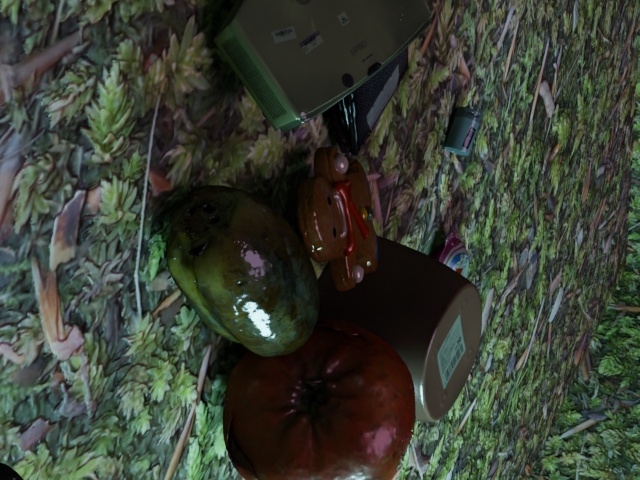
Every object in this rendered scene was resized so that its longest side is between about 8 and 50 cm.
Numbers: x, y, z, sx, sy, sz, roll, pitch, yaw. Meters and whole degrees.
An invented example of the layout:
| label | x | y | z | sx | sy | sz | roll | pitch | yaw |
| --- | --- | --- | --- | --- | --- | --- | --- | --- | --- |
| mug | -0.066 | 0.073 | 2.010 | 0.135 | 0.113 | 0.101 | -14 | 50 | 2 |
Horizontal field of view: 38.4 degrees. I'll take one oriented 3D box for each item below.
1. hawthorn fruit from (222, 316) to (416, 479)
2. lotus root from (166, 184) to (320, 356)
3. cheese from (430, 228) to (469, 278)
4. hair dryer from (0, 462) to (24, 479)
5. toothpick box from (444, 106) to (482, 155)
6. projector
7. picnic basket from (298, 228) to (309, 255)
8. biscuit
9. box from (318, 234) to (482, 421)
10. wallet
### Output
| label | x | y | z | sx | sy | sz | roll | pitch | yaw |
| --- | --- | --- | --- | --- | --- | --- | --- | --- | --- |
| hawthorn fruit | 0.004 | 0.246 | 1.339 | 0.307 | 0.276 | 0.275 | 55 | 54 | -80 |
| lotus root | -0.085 | 0.045 | 1.157 | 0.160 | 0.152 | 0.274 | -65 | 152 | -25 |
| cheese | 0.259 | 0.094 | 1.890 | 0.155 | 0.062 | 0.244 | -32 | 132 | -53 |
| hair dryer | -0.351 | 0.192 | 0.861 | 0.128 | 0.070 | 0.255 | -34 | 128 | -51 |
| toothpick box | 0.274 | -0.210 | 1.766 | 0.052 | 0.052 | 0.083 | 22 | 86 | -62 |
| projector | -0.004 | -0.275 | 1.129 | 0.269 | 0.088 | 0.193 | -42 | 104 | -29 |
| picnic basket | 0.000 | 0.000 | 1.385 | 0.083 | 0.065 | 0.083 | 50 | 54 | -33 |
| biscuit | 0.035 | -0.031 | 1.313 | 0.324 | 0.049 | 0.205 | 5 | 77 | -71 |
| box | 0.130 | 0.159 | 1.538 | 0.301 | 0.216 | 0.300 | -40 | 139 | -46 |
| wallet | 0.065 | -0.286 | 1.353 | 0.220 | 0.072 | 0.262 | -62 | 153 | -30 |
